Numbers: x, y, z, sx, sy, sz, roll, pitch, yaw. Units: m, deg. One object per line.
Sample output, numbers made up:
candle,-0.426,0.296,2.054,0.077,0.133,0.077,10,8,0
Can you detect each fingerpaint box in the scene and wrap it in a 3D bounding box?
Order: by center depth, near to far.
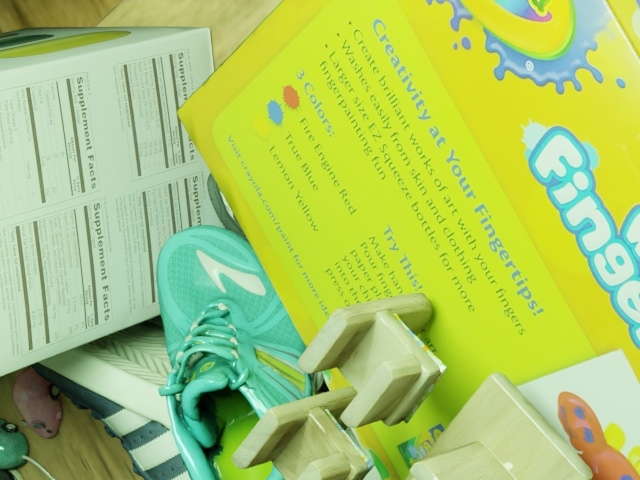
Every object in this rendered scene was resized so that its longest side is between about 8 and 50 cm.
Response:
fingerpaint box,0.155,0.020,0.984,0.445,0.163,0.371,61,145,6

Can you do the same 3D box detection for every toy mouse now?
toy mouse,-0.259,0.148,1.473,0.161,0.031,0.143,-29,85,39

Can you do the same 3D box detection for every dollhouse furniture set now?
dollhouse furniture set,0.067,0.179,0.974,0.212,0.161,0.242,48,121,23

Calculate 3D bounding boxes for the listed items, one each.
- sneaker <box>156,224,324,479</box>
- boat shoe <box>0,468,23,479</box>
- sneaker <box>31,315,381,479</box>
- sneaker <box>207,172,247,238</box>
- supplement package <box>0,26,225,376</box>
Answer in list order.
sneaker,-0.053,0.089,1.134,0.107,0.110,0.275,-29,50,11
boat shoe,-0.316,0.198,1.527,0.133,0.042,0.049,21,118,33
sneaker,-0.093,0.159,1.285,0.350,0.131,0.148,24,112,30
sneaker,-0.002,0.001,1.223,0.089,0.051,0.170,-37,85,38
supplement package,-0.224,-0.036,1.241,0.199,0.263,0.198,5,106,37
